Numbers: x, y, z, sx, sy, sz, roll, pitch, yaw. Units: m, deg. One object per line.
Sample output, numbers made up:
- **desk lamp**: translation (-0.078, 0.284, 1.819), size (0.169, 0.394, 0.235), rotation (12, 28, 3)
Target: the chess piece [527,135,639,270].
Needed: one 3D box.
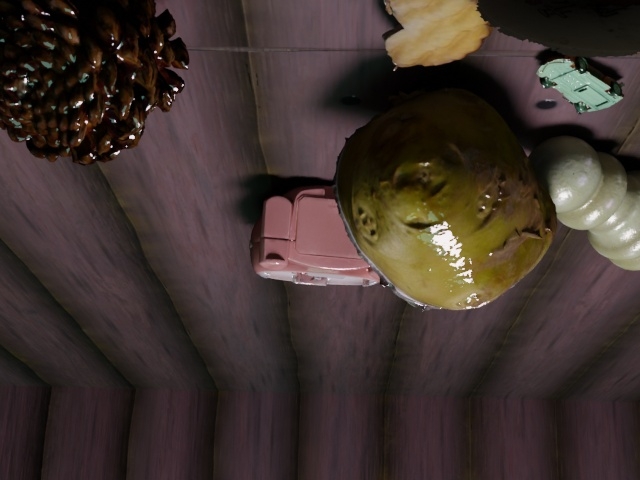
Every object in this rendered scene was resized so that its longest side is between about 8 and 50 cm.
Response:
- **chess piece**: translation (0.385, -0.066, 1.449), size (0.251, 0.144, 0.144), rotation (26, 150, -35)

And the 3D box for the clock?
- **clock**: translation (0.000, 0.000, 1.662), size (0.227, 0.142, 0.241), rotation (5, 169, -8)

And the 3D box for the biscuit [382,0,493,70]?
- **biscuit**: translation (0.122, -0.239, 1.080), size (0.118, 0.061, 0.183), rotation (-1, 162, 2)

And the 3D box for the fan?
- **fan**: translation (0.337, -0.241, 0.939), size (0.415, 0.233, 0.012), rotation (-14, 129, -12)

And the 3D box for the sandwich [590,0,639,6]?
- **sandwich**: translation (0.253, -0.279, 0.866), size (0.236, 0.122, 0.128), rotation (-13, 142, 42)

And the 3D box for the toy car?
- **toy car**: translation (0.308, -0.190, 1.234), size (0.122, 0.035, 0.059), rotation (27, 149, -33)

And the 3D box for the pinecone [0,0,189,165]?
- **pinecone**: translation (-0.241, -0.185, 1.059), size (0.222, 0.221, 0.221), rotation (2, 160, 1)

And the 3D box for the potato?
- **potato**: translation (0.177, -0.047, 1.276), size (0.300, 0.246, 0.196), rotation (31, 161, -14)
